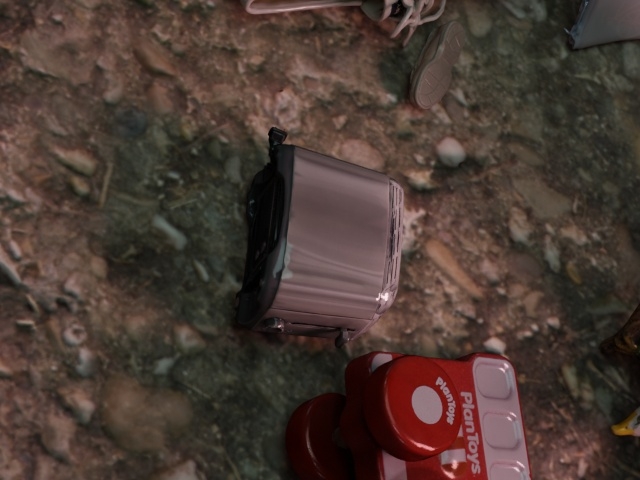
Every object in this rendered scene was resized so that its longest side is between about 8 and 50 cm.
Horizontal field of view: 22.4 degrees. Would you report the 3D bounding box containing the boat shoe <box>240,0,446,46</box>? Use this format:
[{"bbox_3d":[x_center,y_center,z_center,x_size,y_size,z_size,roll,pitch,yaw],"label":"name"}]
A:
[{"bbox_3d":[0.081,-0.294,1.838,0.367,0.136,0.156,-2,67,-16],"label":"boat shoe"}]

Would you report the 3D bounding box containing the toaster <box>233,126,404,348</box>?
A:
[{"bbox_3d":[0.000,0.000,1.686,0.146,0.129,0.227,14,61,-17],"label":"toaster"}]

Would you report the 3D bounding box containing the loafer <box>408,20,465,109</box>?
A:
[{"bbox_3d":[0.129,-0.201,1.872,0.045,0.039,0.125,46,58,-33],"label":"loafer"}]

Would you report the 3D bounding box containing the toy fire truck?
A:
[{"bbox_3d":[0.121,0.252,1.604,0.254,0.169,0.302,8,64,-36],"label":"toy fire truck"}]

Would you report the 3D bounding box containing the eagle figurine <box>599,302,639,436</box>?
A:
[{"bbox_3d":[0.413,0.184,1.696,0.225,0.226,0.298,-38,61,7],"label":"eagle figurine"}]

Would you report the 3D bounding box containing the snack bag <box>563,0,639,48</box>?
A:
[{"bbox_3d":[0.483,-0.360,1.899,0.343,0.323,0.037,-8,51,-21],"label":"snack bag"}]
